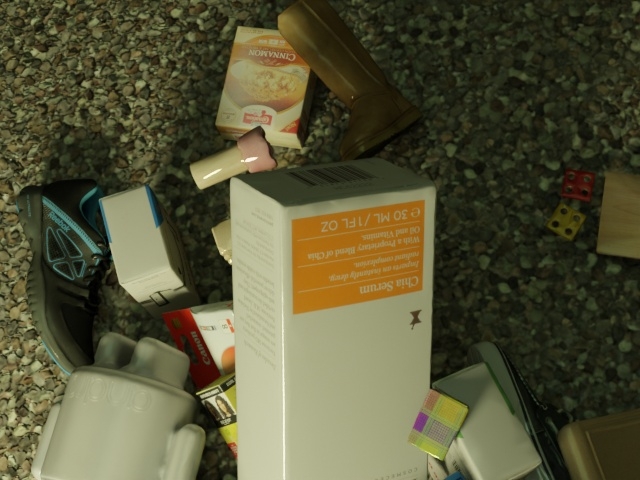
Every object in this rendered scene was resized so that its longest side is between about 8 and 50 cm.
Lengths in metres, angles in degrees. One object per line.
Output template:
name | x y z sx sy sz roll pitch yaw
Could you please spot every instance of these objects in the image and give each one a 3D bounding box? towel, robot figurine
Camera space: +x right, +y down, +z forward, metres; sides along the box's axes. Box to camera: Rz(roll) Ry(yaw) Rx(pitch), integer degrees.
towel | 0.156 0.242 1.494 0.060 0.009 0.083 26 91 25
robot figurine | -0.305 0.320 1.686 0.299 0.199 0.354 2 71 34

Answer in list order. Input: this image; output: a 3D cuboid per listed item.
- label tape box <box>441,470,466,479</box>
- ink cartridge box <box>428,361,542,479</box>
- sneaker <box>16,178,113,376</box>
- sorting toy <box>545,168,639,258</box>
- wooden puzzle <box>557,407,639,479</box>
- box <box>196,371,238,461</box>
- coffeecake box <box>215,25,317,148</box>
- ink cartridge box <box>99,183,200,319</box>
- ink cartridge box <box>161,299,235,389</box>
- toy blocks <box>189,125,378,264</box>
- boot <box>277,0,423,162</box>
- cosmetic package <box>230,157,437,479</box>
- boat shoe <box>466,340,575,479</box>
label tape box | 0.155 0.516 1.538 0.115 0.348 0.249 -21 61 -41
ink cartridge box | 0.212 0.287 1.594 0.092 0.219 0.160 -22 69 -13
sneaker | -0.400 0.052 1.832 0.139 0.125 0.341 -14 72 0
sorting toy | 0.490 -0.031 1.745 0.274 0.046 0.132 7 74 12
wooden puzzle | 0.463 0.348 1.591 0.238 0.044 0.221 -7 68 -25
box | -0.088 0.304 1.667 0.058 0.087 0.232 -33 94 -35
coffeecake box | -0.085 -0.259 1.908 0.142 0.068 0.186 8 74 11
ink cartridge box | -0.266 0.022 1.776 0.085 0.203 0.148 -19 70 1
ink cartridge box | -0.160 0.168 1.716 0.179 0.045 0.145 -13 109 35
toy blocks | 0.000 0.000 1.693 0.260 0.288 0.309 -22 67 4
boot | 0.021 -0.256 1.794 0.089 0.236 0.269 -41 89 32
cosmetic package | 0.016 0.135 1.508 0.230 0.161 0.454 -10 111 -26
boat shoe | 0.320 0.294 1.644 0.119 0.121 0.335 -20 78 -13
